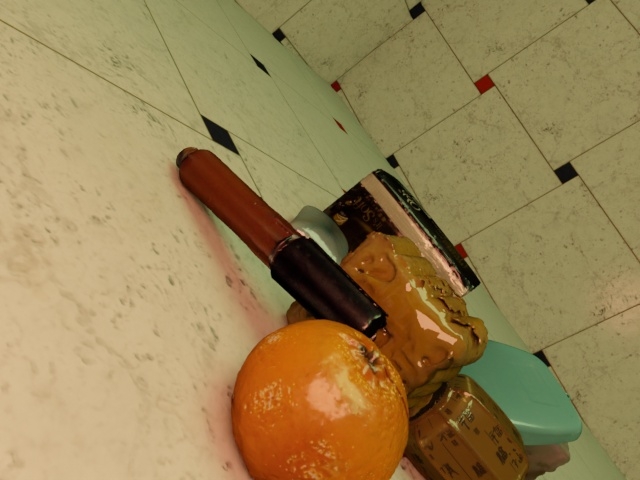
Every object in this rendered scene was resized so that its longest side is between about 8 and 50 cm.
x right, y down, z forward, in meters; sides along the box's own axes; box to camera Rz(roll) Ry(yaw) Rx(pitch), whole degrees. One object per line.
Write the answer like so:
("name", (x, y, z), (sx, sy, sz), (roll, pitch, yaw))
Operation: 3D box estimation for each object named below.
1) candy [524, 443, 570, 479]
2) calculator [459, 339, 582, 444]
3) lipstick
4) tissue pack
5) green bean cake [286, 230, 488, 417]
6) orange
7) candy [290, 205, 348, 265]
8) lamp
("candy", (0.423, 0.399, 1.166), (0.195, 0.137, 0.184), (42, 19, -20))
("calculator", (0.348, 0.289, 1.064), (0.386, 0.054, 0.256), (14, 31, -19))
("lipstick", (-0.073, -0.008, 0.739), (0.418, 0.077, 0.077), (42, 12, 28))
("tissue pack", (0.197, 0.015, 1.292), (0.370, 0.198, 0.210), (55, 20, 15))
("green bean cake", (0.086, 0.126, 0.746), (0.131, 0.229, 0.224), (10, 41, -55))
("orange", (0.005, 0.174, 0.553), (0.193, 0.161, 0.193), (38, 30, -27))
("candy", (0.000, 0.000, 1.045), (0.138, 0.071, 0.174), (48, 17, -7))
("lamp", (0.215, 0.307, 0.817), (0.185, 0.161, 0.161), (48, 17, -1))
